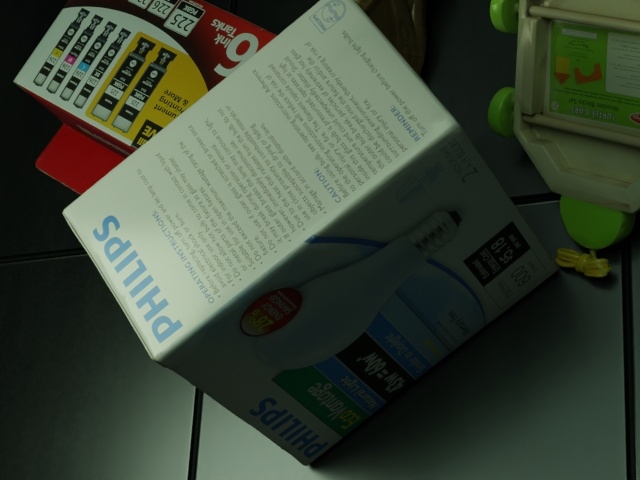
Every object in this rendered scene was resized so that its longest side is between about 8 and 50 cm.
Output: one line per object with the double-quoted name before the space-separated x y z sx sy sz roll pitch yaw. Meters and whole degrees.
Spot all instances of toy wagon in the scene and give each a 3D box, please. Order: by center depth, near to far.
"toy wagon" 0.295 -0.133 1.630 0.267 0.068 0.345 19 117 44

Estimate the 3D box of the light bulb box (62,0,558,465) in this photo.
"light bulb box" 0.000 0.000 1.608 0.361 0.358 0.225 -39 56 4

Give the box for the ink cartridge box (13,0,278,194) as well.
"ink cartridge box" -0.211 -0.167 1.913 0.309 0.130 0.272 28 82 31

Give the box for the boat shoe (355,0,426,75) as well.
"boat shoe" 0.059 -0.262 1.859 0.110 0.121 0.341 2 72 62
